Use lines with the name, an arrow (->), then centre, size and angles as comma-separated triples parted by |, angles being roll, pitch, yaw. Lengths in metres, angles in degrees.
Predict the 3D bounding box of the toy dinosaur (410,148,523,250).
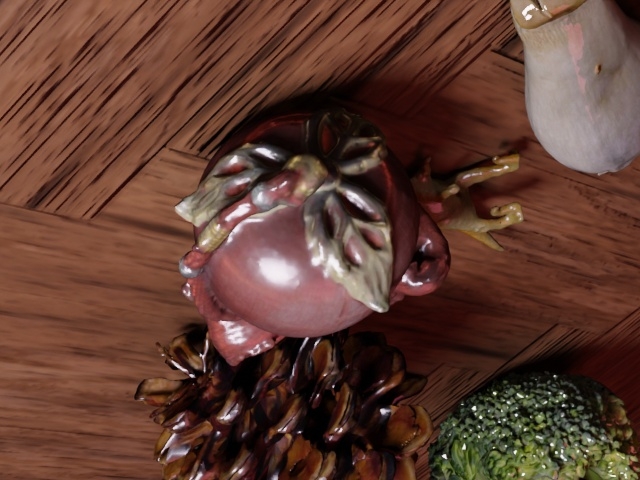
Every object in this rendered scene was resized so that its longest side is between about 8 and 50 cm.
toy dinosaur -> 0.093, -0.020, 1.283 | 0.126, 0.039, 0.162 | -8, 151, -7

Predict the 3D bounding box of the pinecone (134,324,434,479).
pinecone -> -0.036, 0.144, 1.281 | 0.221, 0.221, 0.221 | -18, 150, -11

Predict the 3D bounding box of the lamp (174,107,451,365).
lamp -> -0.003, -0.012, 1.127 | 0.215, 0.151, 0.223 | -16, 175, -18

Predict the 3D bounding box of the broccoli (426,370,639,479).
broccoli -> 0.202, 0.215, 1.601 | 0.198, 0.176, 0.226 | 0, 128, -29

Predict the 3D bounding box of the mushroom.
mushroom -> 0.178, -0.122, 1.133 | 0.116, 0.093, 0.225 | -45, 138, 6
